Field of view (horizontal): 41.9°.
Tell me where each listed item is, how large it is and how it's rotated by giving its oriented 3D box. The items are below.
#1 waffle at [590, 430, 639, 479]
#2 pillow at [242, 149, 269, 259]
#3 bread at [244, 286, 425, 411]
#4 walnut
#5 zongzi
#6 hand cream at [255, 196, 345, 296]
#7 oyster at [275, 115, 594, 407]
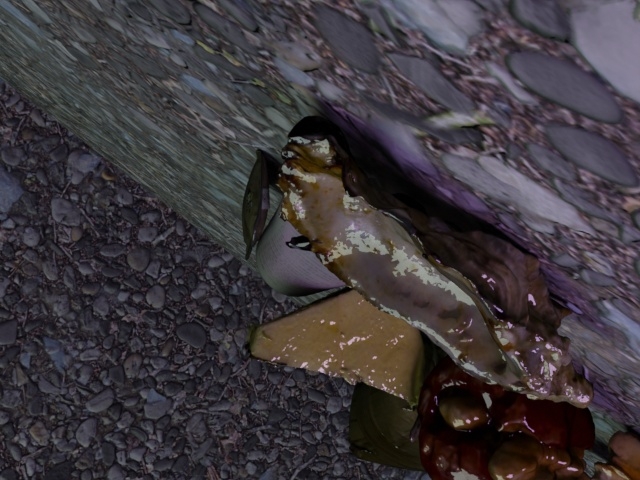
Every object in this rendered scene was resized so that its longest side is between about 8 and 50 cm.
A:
[{"bbox_3d":[0.550,0.410,1.112,0.376,0.114,0.261,30,168,36],"label":"waffle"},{"bbox_3d":[-0.090,-0.043,1.142,0.033,0.130,0.217,5,174,-8],"label":"pillow"},{"bbox_3d":[0.014,0.167,1.222,0.263,0.236,0.198,138,117,-84],"label":"bread"},{"bbox_3d":[0.256,0.252,1.076,0.269,0.222,0.244,22,-168,-47],"label":"walnut"},{"bbox_3d":[0.318,0.297,1.507,0.467,0.218,0.500,6,158,-8],"label":"zongzi"},{"bbox_3d":[0.000,0.000,1.092,0.185,0.118,0.358,40,164,-6],"label":"hand cream"},{"bbox_3d":[0.111,0.023,0.760,0.361,0.096,0.221,34,167,11],"label":"oyster"}]
